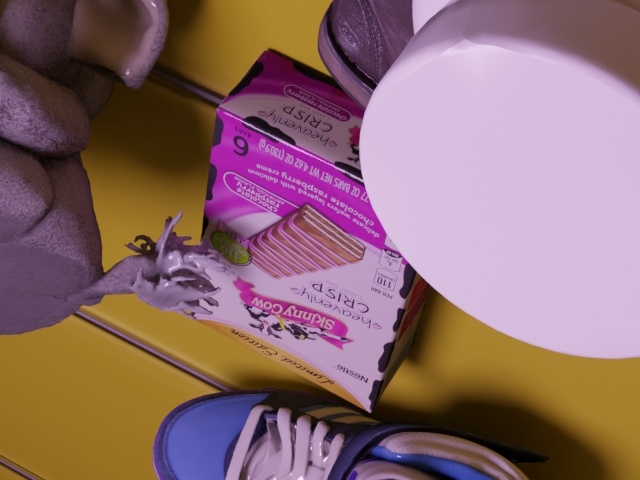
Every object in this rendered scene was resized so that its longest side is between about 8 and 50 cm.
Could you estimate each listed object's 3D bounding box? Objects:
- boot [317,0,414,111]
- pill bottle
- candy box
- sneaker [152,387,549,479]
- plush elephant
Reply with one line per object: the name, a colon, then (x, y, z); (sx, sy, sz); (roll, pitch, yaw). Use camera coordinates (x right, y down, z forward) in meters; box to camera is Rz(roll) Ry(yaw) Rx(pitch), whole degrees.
boot: (0.098, -0.111, 0.854); (0.263, 0.091, 0.229); (33, 159, 8)
pill bottle: (0.154, -0.115, 0.646); (0.188, 0.334, 0.188); (22, 141, 19)
candy box: (0.000, 0.000, 1.111); (0.159, 0.071, 0.233); (27, 142, 12)
sneaker: (0.011, 0.170, 1.174); (0.323, 0.130, 0.236); (17, 166, 11)
plush elephant: (-0.225, -0.083, 1.063); (0.330, 0.255, 0.272); (7, 144, -29)
